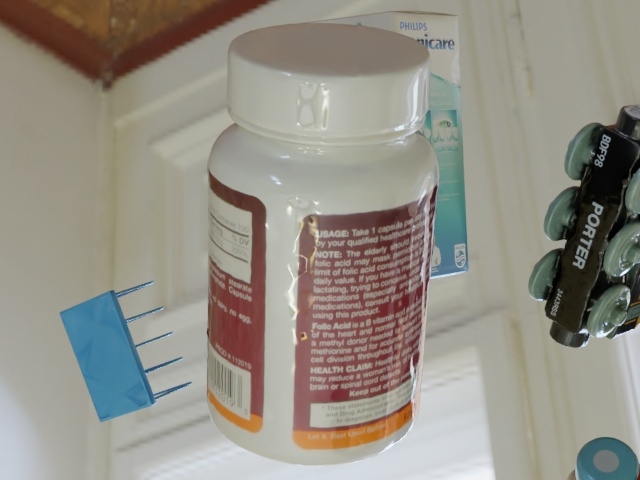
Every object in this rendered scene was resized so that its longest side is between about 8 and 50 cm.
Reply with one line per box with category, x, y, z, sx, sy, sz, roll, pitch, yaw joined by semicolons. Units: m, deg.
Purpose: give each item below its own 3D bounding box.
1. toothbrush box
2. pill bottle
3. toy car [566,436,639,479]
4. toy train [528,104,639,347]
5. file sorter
toothbrush box;0.043;-0.104;1.506;0.216;0.295;0.126;0;-174;42
pill bottle;0.000;0.000;1.291;0.224;0.224;0.392;0;114;-6
toy car;0.439;0.328;1.588;0.238;0.210;0.219;-22;143;-10
toy train;0.380;-0.021;1.657;0.190;0.142;0.333;-15;127;-42
file sorter;-0.275;0.156;1.900;0.118;0.170;0.104;-22;178;40
